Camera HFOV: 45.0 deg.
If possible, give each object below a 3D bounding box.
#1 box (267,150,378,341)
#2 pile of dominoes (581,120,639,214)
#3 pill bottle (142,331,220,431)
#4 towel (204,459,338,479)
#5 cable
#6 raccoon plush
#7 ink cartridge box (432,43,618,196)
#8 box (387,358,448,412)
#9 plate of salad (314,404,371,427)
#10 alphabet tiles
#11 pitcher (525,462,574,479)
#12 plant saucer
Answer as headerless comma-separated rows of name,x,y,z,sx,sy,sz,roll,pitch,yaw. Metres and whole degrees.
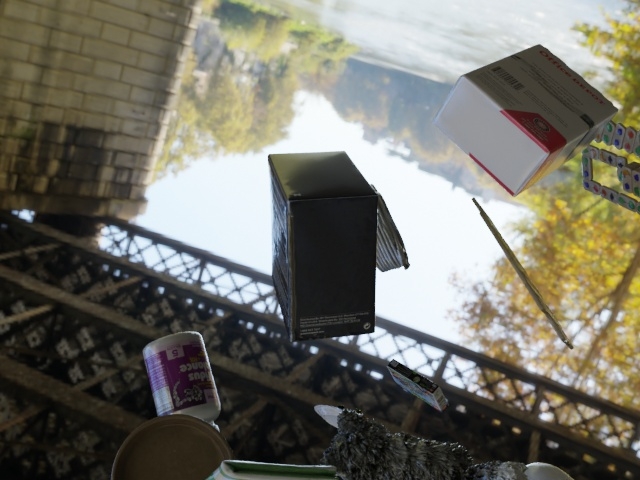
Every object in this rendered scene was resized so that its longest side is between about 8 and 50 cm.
box,0.000,0.000,1.554,0.182,0.294,0.296,-5,-156,-9
pile of dominoes,0.622,-0.155,1.636,0.040,0.196,0.251,-21,-153,-13
pill bottle,-0.365,0.412,2.080,0.169,0.169,0.302,2,-116,-49
towel,-0.137,0.500,1.532,0.247,0.325,0.038,10,-124,-24
cable,0.165,-0.034,2.186,0.089,0.257,0.257,-25,-174,10
raccoon plush,0.210,0.470,1.716,0.299,0.446,0.216,35,-137,-13
ink cartridge box,0.313,-0.189,1.168,0.172,0.100,0.237,46,-134,16
box,0.313,0.468,2.494,0.207,0.036,0.114,26,153,46
plate of salad,0.078,0.494,2.149,0.199,0.048,0.200,19,156,9
alphabet tiles,0.420,0.069,1.605,0.343,0.011,0.285,62,-166,24
pitcher,0.567,0.623,1.925,0.177,0.126,0.207,21,167,-28
plant saucer,-0.323,0.527,1.720,0.277,0.278,0.041,17,171,1
